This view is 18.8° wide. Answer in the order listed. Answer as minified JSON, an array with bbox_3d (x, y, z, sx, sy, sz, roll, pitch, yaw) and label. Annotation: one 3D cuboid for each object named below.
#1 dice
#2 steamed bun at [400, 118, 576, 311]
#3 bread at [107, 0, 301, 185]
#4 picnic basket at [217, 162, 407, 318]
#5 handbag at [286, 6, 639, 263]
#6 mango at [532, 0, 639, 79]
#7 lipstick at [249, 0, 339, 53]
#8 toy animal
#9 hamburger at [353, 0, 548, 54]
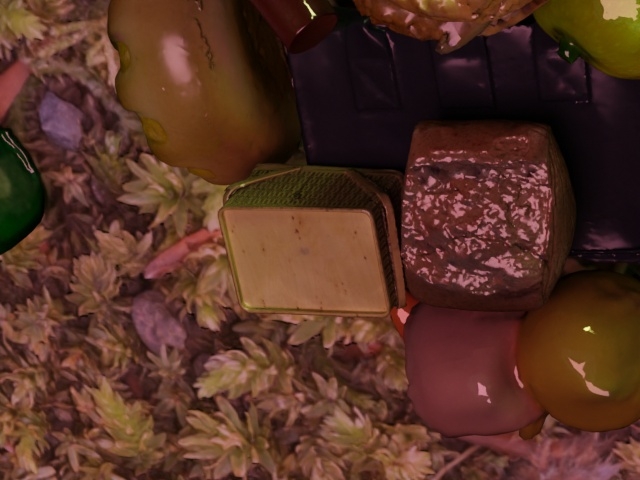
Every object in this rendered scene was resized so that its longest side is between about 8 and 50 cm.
[{"bbox_3d":[-0.360,-0.042,1.907,0.120,0.131,0.128,-22,105,30],"label":"dice"},{"bbox_3d":[0.137,-0.017,1.602,0.145,0.106,0.175,7,120,21],"label":"steamed bun"},{"bbox_3d":[-0.122,-0.156,1.738,0.158,0.156,0.260,-8,110,24],"label":"bread"},{"bbox_3d":[0.000,0.000,1.691,0.164,0.079,0.115,4,120,24],"label":"picnic basket"},{"bbox_3d":[0.142,-0.121,1.669,0.326,0.118,0.269,0,121,22],"label":"handbag"},{"bbox_3d":[0.271,-0.288,1.470,0.192,0.156,0.343,15,87,5],"label":"mango"},{"bbox_3d":[-0.108,-0.309,1.655,0.057,0.057,0.356,-46,73,32],"label":"lipstick"},{"bbox_3d":[0.198,0.098,1.717,0.281,0.169,0.195,-9,116,26],"label":"toy animal"},{"bbox_3d":[0.113,-0.285,1.386,0.283,0.144,0.259,-40,71,14],"label":"hamburger"}]
